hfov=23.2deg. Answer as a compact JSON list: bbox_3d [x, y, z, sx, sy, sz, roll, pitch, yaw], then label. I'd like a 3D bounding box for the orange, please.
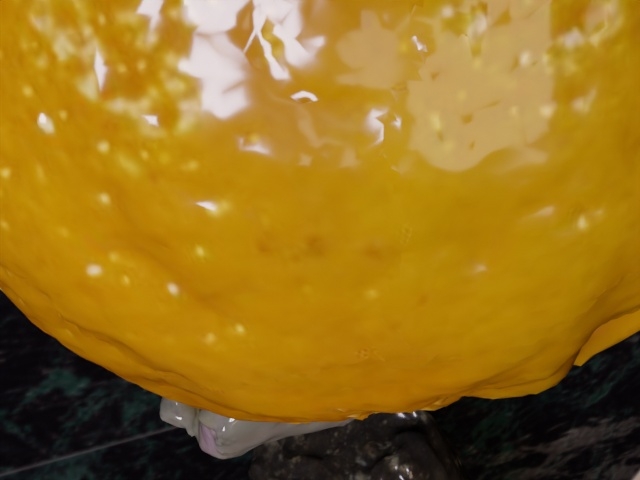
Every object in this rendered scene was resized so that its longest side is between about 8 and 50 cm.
[{"bbox_3d":[0.013,-0.089,0.529,0.341,0.340,0.293,-17,94,-17],"label":"orange"}]

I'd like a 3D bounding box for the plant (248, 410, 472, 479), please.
[{"bbox_3d":[0.040,0.177,0.970,0.129,0.132,0.194,-30,134,0],"label":"plant"}]

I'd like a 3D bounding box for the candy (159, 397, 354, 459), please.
[{"bbox_3d":[0.000,0.000,0.776,0.195,0.137,0.184,-18,136,-20],"label":"candy"}]
